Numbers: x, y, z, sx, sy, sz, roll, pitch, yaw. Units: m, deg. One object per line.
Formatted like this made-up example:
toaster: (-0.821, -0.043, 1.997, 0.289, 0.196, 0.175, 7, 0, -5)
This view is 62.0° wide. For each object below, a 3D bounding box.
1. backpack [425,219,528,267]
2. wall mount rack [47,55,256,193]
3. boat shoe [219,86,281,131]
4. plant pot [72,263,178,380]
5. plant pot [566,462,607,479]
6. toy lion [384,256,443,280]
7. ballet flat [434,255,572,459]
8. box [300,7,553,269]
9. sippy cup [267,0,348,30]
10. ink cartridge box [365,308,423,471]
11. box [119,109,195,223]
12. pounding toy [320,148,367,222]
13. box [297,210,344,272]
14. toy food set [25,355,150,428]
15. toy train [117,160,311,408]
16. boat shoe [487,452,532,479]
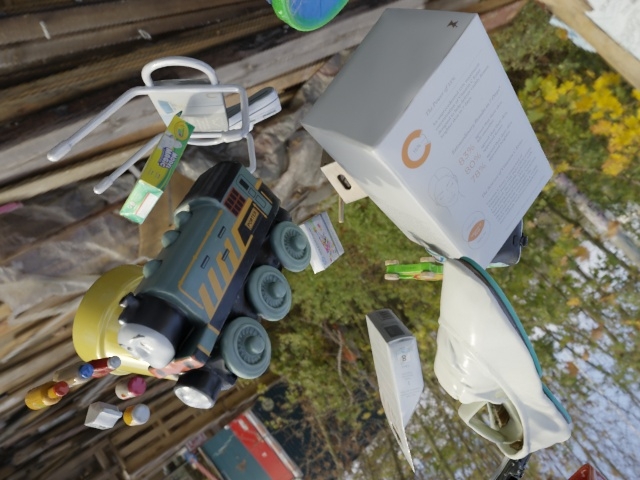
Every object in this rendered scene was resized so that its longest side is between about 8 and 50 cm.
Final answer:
backpack: (0.358, -0.042, 1.311, 0.191, 0.225, 0.253, 2, 178, -16)
wall mount rack: (-0.269, -0.176, 0.917, 0.304, 0.131, 0.350, -4, 170, -5)
boat shoe: (-0.205, -0.323, 1.423, 0.226, 0.083, 0.076, -28, 129, -2)
plant pot: (-0.386, 0.207, 1.234, 0.254, 0.238, 0.254, -49, 148, -46)
plant pot: (0.346, 0.503, 0.650, 0.267, 0.235, 0.267, -60, 164, 25)
toy lion: (0.169, 0.053, 0.896, 0.100, 0.034, 0.096, -5, 165, 30)
ballet flat: (0.234, 0.190, 0.725, 0.139, 0.139, 0.400, -39, 125, -1)
box: (0.174, -0.136, 0.800, 0.215, 0.168, 0.345, -53, 133, -4)
sippy cup: (-0.064, -0.524, 0.922, 0.240, 0.224, 0.305, -48, 161, -7)
ink cartridge box: (0.235, 0.425, 1.579, 0.091, 0.385, 0.308, -13, -172, -5)
box: (-0.259, -0.123, 0.863, 0.105, 0.043, 0.179, -39, -149, 44)
pounding toy: (0.056, -0.140, 1.127, 0.100, 0.141, 0.130, -18, -139, 26)
box: (0.000, 0.000, 1.589, 0.038, 0.145, 0.186, -22, -175, 26)
toy food set: (-0.405, 0.281, 0.998, 0.104, 0.111, 0.232, -23, 138, 36)
toy train: (-0.136, 0.047, 0.716, 0.142, 0.190, 0.334, -23, -147, 38)
boat shoe: (0.380, 0.452, 1.048, 0.142, 0.049, 0.040, -56, -153, 5)
